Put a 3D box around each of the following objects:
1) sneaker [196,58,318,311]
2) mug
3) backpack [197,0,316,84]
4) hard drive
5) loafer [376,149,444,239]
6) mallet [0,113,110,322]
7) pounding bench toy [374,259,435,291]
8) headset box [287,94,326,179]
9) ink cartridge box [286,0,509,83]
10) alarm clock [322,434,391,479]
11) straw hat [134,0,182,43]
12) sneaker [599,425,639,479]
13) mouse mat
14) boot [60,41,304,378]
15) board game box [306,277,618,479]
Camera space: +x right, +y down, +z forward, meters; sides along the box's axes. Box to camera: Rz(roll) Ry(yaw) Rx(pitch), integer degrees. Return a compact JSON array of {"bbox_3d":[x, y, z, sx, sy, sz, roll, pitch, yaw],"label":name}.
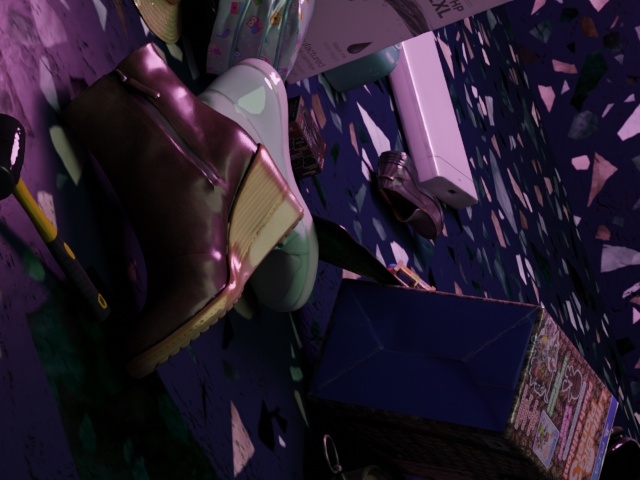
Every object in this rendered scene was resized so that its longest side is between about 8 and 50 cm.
[{"bbox_3d":[-0.087,-0.026,1.437,0.151,0.094,0.256,-37,124,-47],"label":"sneaker"},{"bbox_3d":[0.050,-0.284,2.057,0.129,0.097,0.158,53,25,-45],"label":"mug"},{"bbox_3d":[-0.064,-0.245,1.602,0.182,0.115,0.152,-74,173,-47],"label":"backpack"},{"bbox_3d":[0.159,-0.238,2.429,0.233,0.047,0.353,23,50,-68],"label":"hard drive"},{"bbox_3d":[0.118,-0.049,2.114,0.170,0.062,0.061,51,48,-40],"label":"loafer"},{"bbox_3d":[-0.203,-0.002,1.120,0.062,0.039,0.190,-85,155,-54],"label":"mallet"},{"bbox_3d":[0.089,0.075,1.899,0.065,0.083,0.052,39,16,2],"label":"pounding bench toy"},{"bbox_3d":[-0.025,-0.123,1.776,0.062,0.032,0.083,-81,149,-55],"label":"headset box"},{"bbox_3d":[0.050,-0.336,1.759,0.223,0.307,0.129,51,27,-48],"label":"ink cartridge box"},{"bbox_3d":[0.037,0.274,1.508,0.129,0.064,0.192,-66,137,-65],"label":"alarm clock"},{"bbox_3d":[-0.144,-0.272,1.521,0.144,0.061,0.144,-19,90,-72],"label":"straw hat"},{"bbox_3d":[0.294,0.311,1.926,0.447,0.257,0.169,-33,104,-72],"label":"sneaker"},{"bbox_3d":[0.000,0.000,1.580,0.007,0.152,0.189,-63,147,-9],"label":"mouse mat"},{"bbox_3d":[-0.143,-0.027,1.258,0.207,0.090,0.248,45,50,-8],"label":"boot"},{"bbox_3d":[0.159,0.172,1.651,0.291,0.232,0.141,45,59,-54],"label":"board game box"}]
